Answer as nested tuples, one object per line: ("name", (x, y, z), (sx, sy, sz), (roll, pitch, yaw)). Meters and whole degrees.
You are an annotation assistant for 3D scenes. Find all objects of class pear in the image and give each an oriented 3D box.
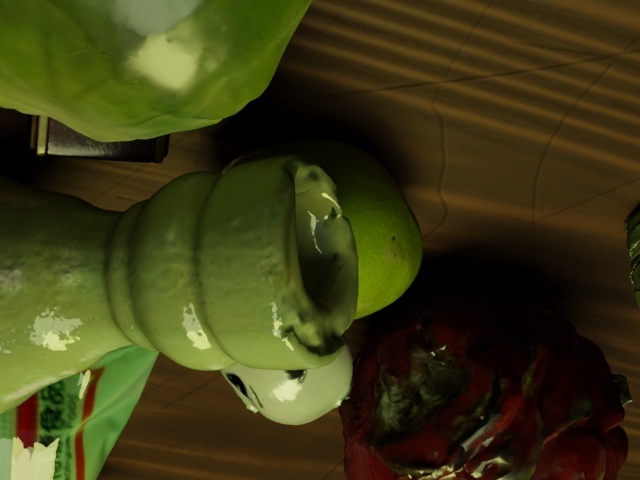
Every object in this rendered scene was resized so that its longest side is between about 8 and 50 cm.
("pear", (0.000, 0.000, 1.872), (0.187, 0.187, 0.220), (-32, 141, 28))

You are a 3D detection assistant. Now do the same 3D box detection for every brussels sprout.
("brussels sprout", (-0.150, -0.227, 1.511), (0.344, 0.268, 0.344), (9, 158, 4))

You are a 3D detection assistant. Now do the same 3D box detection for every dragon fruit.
("dragon fruit", (0.168, 0.205, 2.049), (0.329, 0.329, 0.329), (-4, 142, -4))

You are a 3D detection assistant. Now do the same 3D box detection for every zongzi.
("zongzi", (0.384, 0.043, 2.020), (0.154, 0.130, 0.062), (18, 145, -29))

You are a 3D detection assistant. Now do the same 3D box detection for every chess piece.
("chess piece", (-0.193, 0.039, 1.746), (0.442, 0.234, 0.234), (-5, 145, 25))

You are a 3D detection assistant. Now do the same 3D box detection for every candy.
("candy", (-0.310, 0.205, 2.123), (0.263, 0.172, 0.398), (-2, 122, -23))

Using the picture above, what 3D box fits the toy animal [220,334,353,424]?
("toy animal", (-0.052, 0.106, 2.004), (0.138, 0.179, 0.166), (-42, 139, 17))

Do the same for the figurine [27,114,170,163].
("figurine", (-0.211, -0.129, 1.761), (0.154, 0.082, 0.098), (5, 120, -14))
